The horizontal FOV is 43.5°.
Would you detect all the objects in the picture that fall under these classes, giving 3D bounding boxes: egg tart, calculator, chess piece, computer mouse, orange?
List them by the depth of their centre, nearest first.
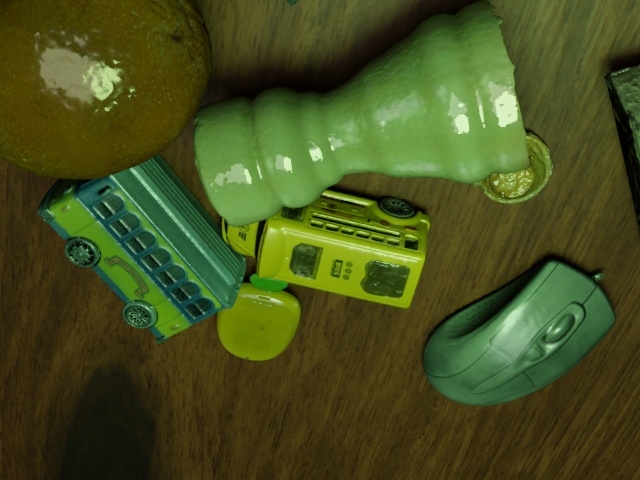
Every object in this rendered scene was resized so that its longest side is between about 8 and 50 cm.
[{"bbox_3d":[-0.332,-0.243,1.088,0.357,0.322,0.322,-12,120,24],"label":"orange"},{"bbox_3d":[0.051,-0.161,1.126,0.442,0.234,0.234,-14,119,13],"label":"chess piece"},{"bbox_3d":[0.296,-0.108,1.239,0.129,0.049,0.128,2,123,4],"label":"egg tart"},{"bbox_3d":[0.337,0.177,1.377,0.188,0.122,0.371,41,115,-18],"label":"computer mouse"},{"bbox_3d":[-0.112,0.139,1.437,0.146,0.032,0.234,13,135,-4],"label":"calculator"}]

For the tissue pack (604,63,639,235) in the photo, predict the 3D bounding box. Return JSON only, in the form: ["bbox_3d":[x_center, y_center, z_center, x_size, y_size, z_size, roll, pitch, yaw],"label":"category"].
[{"bbox_3d":[0.543,-0.078,1.115,0.210,0.198,0.370,-14,127,18],"label":"tissue pack"}]

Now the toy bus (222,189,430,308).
[{"bbox_3d":[0.000,0.000,1.285,0.330,0.152,0.144,13,124,0],"label":"toy bus"}]

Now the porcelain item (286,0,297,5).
[{"bbox_3d":[-0.087,-0.385,1.131,0.075,0.021,0.136,-19,117,23],"label":"porcelain item"}]

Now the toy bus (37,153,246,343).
[{"bbox_3d":[-0.285,-0.002,1.322,0.190,0.152,0.312,-27,115,23],"label":"toy bus"}]
